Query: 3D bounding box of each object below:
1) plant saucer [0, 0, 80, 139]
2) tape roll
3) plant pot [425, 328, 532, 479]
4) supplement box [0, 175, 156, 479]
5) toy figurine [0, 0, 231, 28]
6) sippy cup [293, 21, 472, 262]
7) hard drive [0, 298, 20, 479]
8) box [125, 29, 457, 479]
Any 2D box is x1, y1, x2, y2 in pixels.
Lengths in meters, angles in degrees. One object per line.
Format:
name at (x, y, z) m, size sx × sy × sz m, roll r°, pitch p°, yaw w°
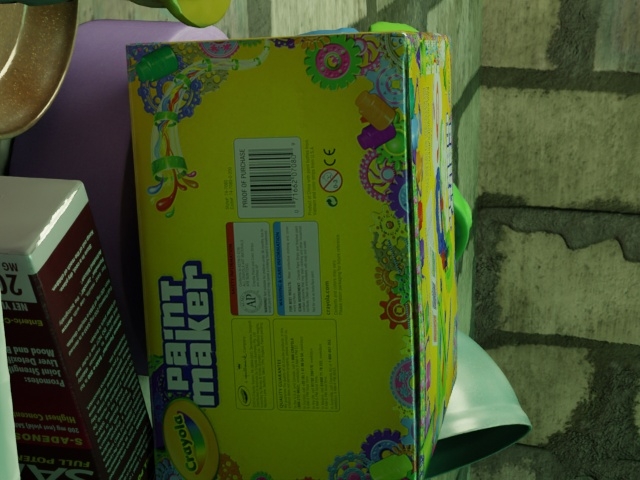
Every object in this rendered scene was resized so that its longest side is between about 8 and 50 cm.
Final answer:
plant saucer at (-0.208, -0.161, 0.701) m, size 0.198 × 0.036 × 0.199 m, roll 6°, pitch 90°, yaw -74°
tape roll at (-0.134, -0.033, 0.903) m, size 0.275 × 0.090 × 0.275 m, roll 5°, pitch 90°, yaw -73°
plant pot at (0.114, 0.208, 1.558) m, size 0.293 × 0.293 × 0.196 m, roll 50°, pitch 22°, yaw -68°
supplement box at (-0.185, 0.077, 0.689) m, size 0.073 × 0.130 × 0.239 m, roll -68°, pitch 156°, yaw -49°
toy figurine at (-0.094, -0.185, 0.354) m, size 0.209 × 0.148 × 0.213 m, roll 47°, pitch 49°, yaw -68°
sippy cup at (0.015, -0.081, 1.153) m, size 0.240 × 0.305 × 0.224 m, roll 34°, pitch 39°, yaw -48°
hard drive at (-0.253, 0.097, 0.394) m, size 0.318 × 0.040 × 0.210 m, roll -20°, pitch 117°, yaw -45°
box at (0.000, 0.000, 0.827) m, size 0.279 × 0.177 × 0.290 m, roll -36°, pitch 125°, yaw -75°
